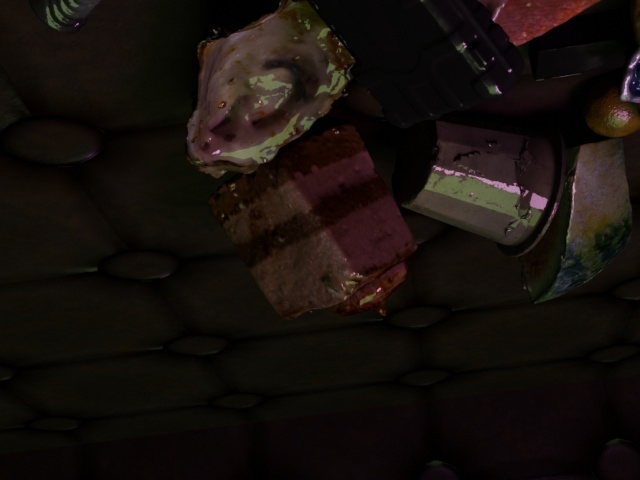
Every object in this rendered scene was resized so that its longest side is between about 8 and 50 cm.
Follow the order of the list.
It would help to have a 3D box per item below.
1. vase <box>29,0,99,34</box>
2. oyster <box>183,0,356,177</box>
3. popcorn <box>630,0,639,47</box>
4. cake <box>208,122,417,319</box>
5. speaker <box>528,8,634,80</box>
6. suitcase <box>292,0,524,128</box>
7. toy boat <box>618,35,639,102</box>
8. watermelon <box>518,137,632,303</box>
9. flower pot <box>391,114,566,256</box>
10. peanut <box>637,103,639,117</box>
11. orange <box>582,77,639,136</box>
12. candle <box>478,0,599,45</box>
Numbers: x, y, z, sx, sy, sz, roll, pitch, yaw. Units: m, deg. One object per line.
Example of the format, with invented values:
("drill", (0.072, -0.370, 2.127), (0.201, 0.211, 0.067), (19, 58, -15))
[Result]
("vase", (-0.222, -0.304, 1.206), (0.115, 0.115, 0.237), (14, 154, -39))
("oyster", (-0.064, -0.202, 1.464), (0.221, 0.096, 0.361), (-2, 149, -14))
("popcorn", (0.445, -0.273, 1.213), (0.225, 0.276, 0.276), (18, 162, 16))
("cake", (0.000, 0.000, 1.674), (0.196, 0.293, 0.198), (-27, -177, 39))
("speaker", (0.389, -0.264, 1.512), (0.218, 0.044, 0.082), (-8, 157, 3))
("suitcase", (0.064, -0.251, 1.189), (0.285, 0.066, 0.206), (49, 154, -17))
("toy boat", (0.501, -0.255, 1.387), (0.309, 0.142, 0.129), (-29, 124, 18))
("watermelon", (0.379, -0.056, 1.774), (0.193, 0.232, 0.310), (-9, 129, 9))
("flower pot", (0.229, -0.100, 1.688), (0.202, 0.212, 0.212), (15, 151, -20))
("peanut", (0.564, -0.187, 1.611), (0.305, 0.147, 0.147), (17, 148, -39))
("orange", (0.426, -0.191, 1.638), (0.095, 0.085, 0.085), (7, 158, 7))
("candle", (0.204, -0.303, 1.275), (0.287, 0.131, 0.317), (-5, 158, -9))
